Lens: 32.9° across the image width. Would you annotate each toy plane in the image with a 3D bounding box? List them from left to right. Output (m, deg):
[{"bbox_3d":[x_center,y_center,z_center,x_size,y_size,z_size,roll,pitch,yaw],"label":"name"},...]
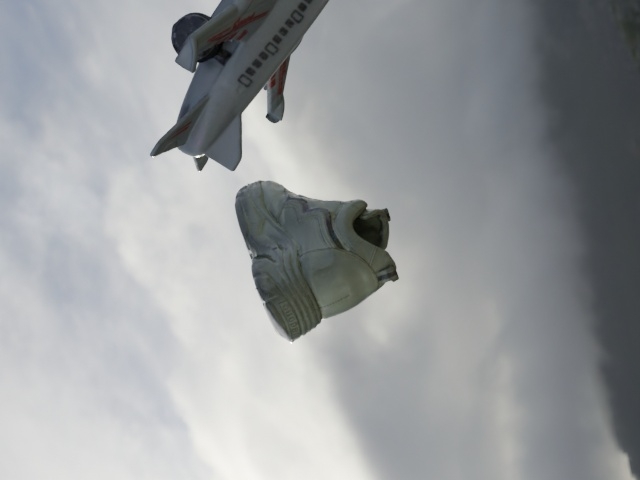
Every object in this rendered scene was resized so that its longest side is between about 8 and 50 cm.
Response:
[{"bbox_3d":[-0.035,-0.115,0.590,0.171,0.065,0.162,-65,-13,3],"label":"toy plane"}]

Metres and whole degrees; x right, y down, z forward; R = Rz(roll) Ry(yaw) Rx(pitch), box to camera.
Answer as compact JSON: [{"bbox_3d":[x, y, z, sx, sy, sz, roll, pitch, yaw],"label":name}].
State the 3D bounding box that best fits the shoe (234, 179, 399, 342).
[{"bbox_3d":[0.000,0.000,1.563,0.342,0.210,0.132,-112,2,-57],"label":"shoe"}]
